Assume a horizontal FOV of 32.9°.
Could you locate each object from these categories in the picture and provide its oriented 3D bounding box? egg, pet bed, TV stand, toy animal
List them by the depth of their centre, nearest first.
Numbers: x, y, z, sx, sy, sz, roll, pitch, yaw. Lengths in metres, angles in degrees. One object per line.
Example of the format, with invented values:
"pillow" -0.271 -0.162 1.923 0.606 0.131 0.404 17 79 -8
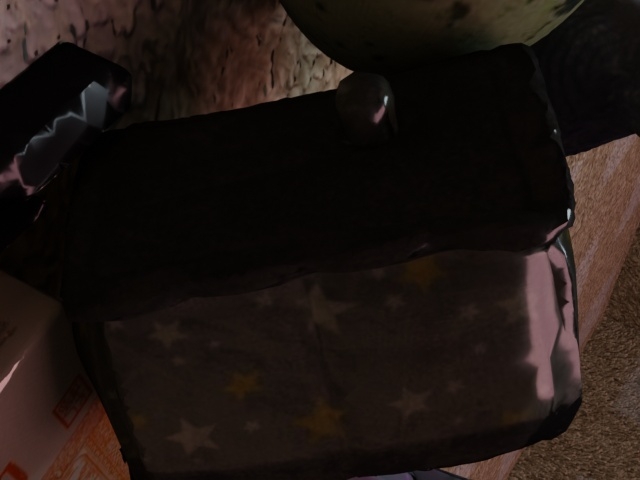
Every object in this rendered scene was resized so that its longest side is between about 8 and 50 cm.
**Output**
"TV stand" -0.157 0.009 0.386 0.249 0.036 0.042 -50 155 -35
"pet bed" 0.000 0.000 0.480 0.183 0.211 0.159 -80 160 -66
"egg" 0.050 -0.162 0.507 0.177 0.177 0.228 -55 179 -25
"toy animal" 0.113 -0.104 0.613 0.081 0.367 0.206 15 80 -44

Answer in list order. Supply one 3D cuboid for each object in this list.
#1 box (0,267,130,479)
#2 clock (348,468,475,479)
"box" -0.158 0.182 0.573 0.204 0.051 0.365 -56 159 -23
"clock" 0.040 0.194 0.897 0.083 0.186 0.253 -60 161 -4
